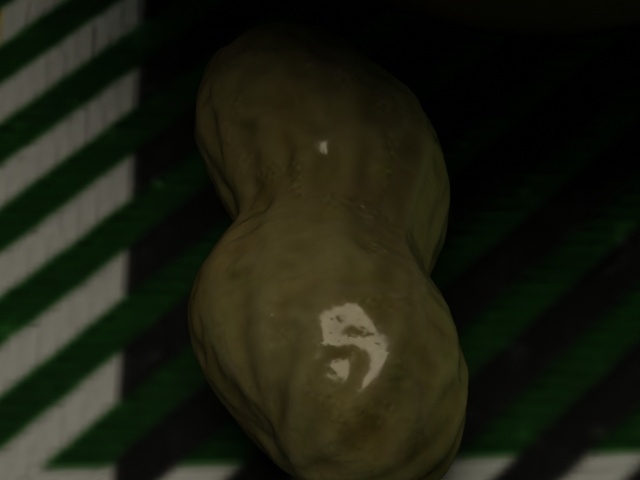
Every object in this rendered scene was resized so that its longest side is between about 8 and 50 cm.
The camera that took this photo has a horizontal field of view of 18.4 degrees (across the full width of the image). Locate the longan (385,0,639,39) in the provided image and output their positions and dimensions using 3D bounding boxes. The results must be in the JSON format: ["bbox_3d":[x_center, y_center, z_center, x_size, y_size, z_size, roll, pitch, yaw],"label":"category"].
[{"bbox_3d":[0.057,-0.258,0.607,0.436,0.404,0.404,1,47,-27],"label":"longan"}]

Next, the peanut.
[{"bbox_3d":[0.000,0.000,0.606,0.082,0.082,0.187,-3,51,0],"label":"peanut"}]
